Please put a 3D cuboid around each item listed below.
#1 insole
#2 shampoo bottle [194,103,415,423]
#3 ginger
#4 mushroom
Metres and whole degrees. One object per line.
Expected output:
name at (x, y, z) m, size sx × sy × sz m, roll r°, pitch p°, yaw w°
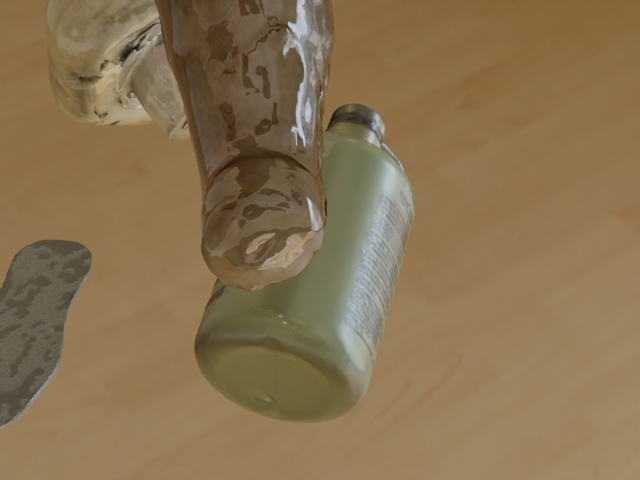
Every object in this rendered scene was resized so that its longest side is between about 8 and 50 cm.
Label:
insole at (-0.181, 0.055, 0.883) m, size 0.065 × 0.006 × 0.193 m, roll 6°, pitch 34°, yaw 5°
shampoo bottle at (0.000, 0.000, 0.683) m, size 0.079 × 0.079 × 0.162 m, roll 13°, pitch 53°, yaw 6°
ginger at (-0.037, -0.155, 0.499) m, size 0.080 × 0.333 × 0.166 m, roll -14°, pitch 3°, yaw 6°
mushroom at (-0.100, -0.122, 0.905) m, size 0.154 × 0.154 × 0.122 m, roll -19°, pitch 70°, yaw -22°
